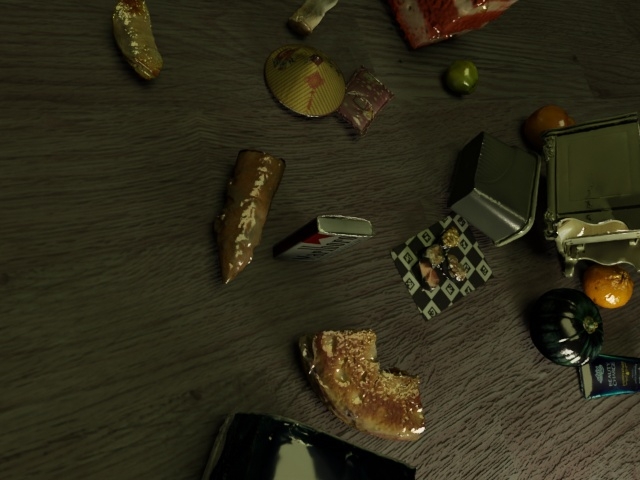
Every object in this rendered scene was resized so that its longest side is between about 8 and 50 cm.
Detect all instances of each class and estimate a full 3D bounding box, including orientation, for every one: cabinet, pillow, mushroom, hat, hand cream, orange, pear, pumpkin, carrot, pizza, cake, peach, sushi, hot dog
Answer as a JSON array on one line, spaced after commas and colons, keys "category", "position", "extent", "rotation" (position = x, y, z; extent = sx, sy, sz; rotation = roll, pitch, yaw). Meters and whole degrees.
[{"category": "cabinet", "position": [0.720, -0.102, 1.294], "extent": [0.290, 0.228, 0.317], "rotation": [37, 56, -48]}, {"category": "pillow", "position": [0.097, -0.328, 1.166], "extent": [0.118, 0.043, 0.185], "rotation": [39, 55, -3]}, {"category": "mushroom", "position": [-0.013, -0.550, 1.178], "extent": [0.059, 0.054, 0.202], "rotation": [42, 52, -19]}, {"category": "hat", "position": [-0.019, -0.371, 1.070], "extent": [0.193, 0.082, 0.192], "rotation": [8, 66, -18]}, {"category": "hand cream", "position": [0.796, 0.362, 1.340], "extent": [0.271, 0.061, 0.120], "rotation": [5, 76, -21]}, {"category": "orange", "position": [0.806, 0.124, 1.385], "extent": [0.136, 0.118, 0.135], "rotation": [6, 77, -27]}, {"category": "pear", "position": [0.391, -0.447, 1.356], "extent": [0.097, 0.092, 0.092], "rotation": [44, 57, -10]}, {"category": "pumpkin", "position": [0.613, 0.214, 1.225], "extent": [0.202, 0.140, 0.201], "rotation": [8, 72, -27]}, {"category": "carrot", "position": [-0.136, -0.042, 0.898], "extent": [0.102, 0.102, 0.262], "rotation": [22, 64, -23]}, {"category": "pizza", "position": [0.082, 0.266, 0.924], "extent": [0.305, 0.085, 0.161], "rotation": [43, 79, -9]}, {"category": "cake", "position": [0.356, -0.685, 1.278], "extent": [0.270, 0.320, 0.269], "rotation": [-27, 93, -37]}, {"category": "peach", "position": [0.678, -0.326, 1.459], "extent": [0.138, 0.138, 0.138], "rotation": [10, 68, -28]}, {"category": "sushi", "position": [0.301, 0.045, 1.156], "extent": [0.280, 0.043, 0.192], "rotation": [-24, 86, -34]}, {"category": "hot dog", "position": [-0.340, -0.367, 0.906], "extent": [0.078, 0.061, 0.168], "rotation": [-12, 86, -43]}]

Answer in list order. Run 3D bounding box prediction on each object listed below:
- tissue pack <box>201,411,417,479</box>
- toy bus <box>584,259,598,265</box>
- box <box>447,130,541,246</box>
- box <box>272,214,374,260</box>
[{"category": "tissue pack", "position": [-0.062, 0.474, 0.667], "extent": [0.264, 0.253, 0.416], "rotation": [28, 63, -20]}, {"category": "toy bus", "position": [0.792, 0.041, 1.453], "extent": [0.131, 0.037, 0.052], "rotation": [32, 62, -17]}, {"category": "box", "position": [0.436, -0.144, 1.242], "extent": [0.178, 0.138, 0.274], "rotation": [30, 55, -13]}, {"category": "box", "position": [0.000, 0.000, 0.912], "extent": [0.115, 0.177, 0.035], "rotation": [5, 71, -31]}]
